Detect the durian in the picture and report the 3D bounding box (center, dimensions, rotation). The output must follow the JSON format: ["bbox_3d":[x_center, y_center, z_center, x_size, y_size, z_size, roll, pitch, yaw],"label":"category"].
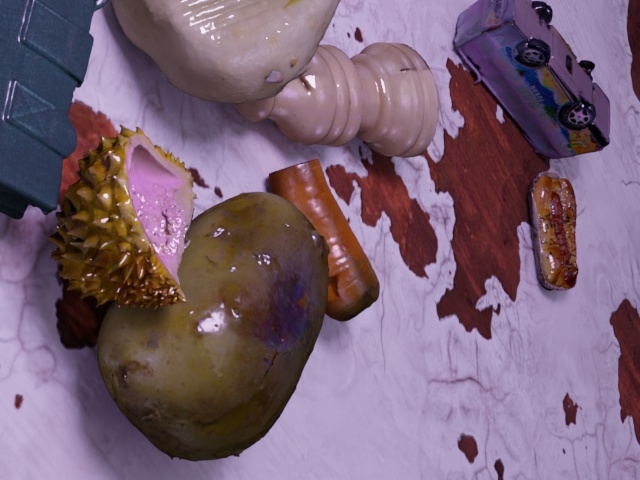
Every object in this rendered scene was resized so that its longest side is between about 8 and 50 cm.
[{"bbox_3d":[-0.176,-0.019,1.103,0.132,0.165,0.182,22,63,-22],"label":"durian"}]

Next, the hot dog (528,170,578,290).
[{"bbox_3d":[0.370,-0.014,1.902,0.108,0.059,0.191,2,81,-47],"label":"hot dog"}]

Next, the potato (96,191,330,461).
[{"bbox_3d":[-0.092,0.079,1.185,0.210,0.173,0.307,57,44,-29],"label":"potato"}]

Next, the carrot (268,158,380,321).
[{"bbox_3d":[0.000,0.000,1.404,0.087,0.087,0.193,-31,94,-51],"label":"carrot"}]

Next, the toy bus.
[{"bbox_3d":[0.330,-0.256,1.852,0.317,0.138,0.112,43,44,-36],"label":"toy bus"}]

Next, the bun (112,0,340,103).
[{"bbox_3d":[-0.095,-0.268,1.255,0.160,0.259,0.259,125,-44,-85],"label":"bun"}]

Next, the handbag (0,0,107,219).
[{"bbox_3d":[-0.303,-0.203,1.062,0.238,0.089,0.326,32,56,-44],"label":"handbag"}]

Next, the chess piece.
[{"bbox_3d":[0.009,-0.169,1.443,0.307,0.124,0.139,-7,119,-49],"label":"chess piece"}]
